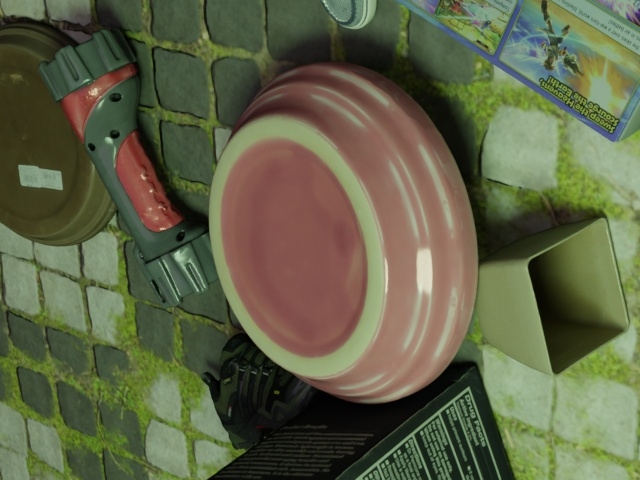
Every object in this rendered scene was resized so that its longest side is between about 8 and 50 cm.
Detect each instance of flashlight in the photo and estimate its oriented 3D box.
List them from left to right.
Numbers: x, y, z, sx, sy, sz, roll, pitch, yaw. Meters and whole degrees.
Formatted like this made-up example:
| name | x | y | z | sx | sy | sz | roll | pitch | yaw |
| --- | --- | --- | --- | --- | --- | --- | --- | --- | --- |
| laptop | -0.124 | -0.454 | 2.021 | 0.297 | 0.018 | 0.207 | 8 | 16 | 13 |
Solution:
| name | x | y | z | sx | sy | sz | roll | pitch | yaw |
| --- | --- | --- | --- | --- | --- | --- | --- | --- | --- |
| flashlight | -0.196 | -0.081 | 1.372 | 0.304 | 0.103 | 0.103 | 61 | 160 | -6 |

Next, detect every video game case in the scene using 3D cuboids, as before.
| name | x | y | z | sx | sy | sz | roll | pitch | yaw |
| --- | --- | --- | --- | --- | --- | --- | --- | --- | --- |
| video game case | 0.190 | -0.252 | 0.988 | 0.269 | 0.061 | 0.244 | 38 | 128 | 20 |

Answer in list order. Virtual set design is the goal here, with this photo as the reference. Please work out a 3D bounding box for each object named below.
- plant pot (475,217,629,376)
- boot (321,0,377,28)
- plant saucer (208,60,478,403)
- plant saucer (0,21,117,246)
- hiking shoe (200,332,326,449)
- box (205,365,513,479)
| name | x | y | z | sx | sy | sz | roll | pitch | yaw |
| --- | --- | --- | --- | --- | --- | --- | --- | --- | --- |
| plant pot | 0.195 | 0.046 | 1.104 | 0.096 | 0.109 | 0.109 | 3 | 113 | 53 |
| boot | -0.014 | -0.263 | 1.111 | 0.069 | 0.086 | 0.190 | 3 | 126 | 42 |
| plant saucer | 0.000 | 0.000 | 1.175 | 0.332 | 0.084 | 0.332 | 18 | 114 | 45 |
| plant saucer | -0.348 | -0.122 | 1.489 | 0.277 | 0.041 | 0.278 | 11 | 112 | 29 |
| hiking shoe | -0.062 | 0.150 | 1.371 | 0.114 | 0.086 | 0.227 | 52 | 134 | 3 |
| box | 0.053 | 0.318 | 1.213 | 0.182 | 0.294 | 0.296 | -9 | 104 | 44 |
